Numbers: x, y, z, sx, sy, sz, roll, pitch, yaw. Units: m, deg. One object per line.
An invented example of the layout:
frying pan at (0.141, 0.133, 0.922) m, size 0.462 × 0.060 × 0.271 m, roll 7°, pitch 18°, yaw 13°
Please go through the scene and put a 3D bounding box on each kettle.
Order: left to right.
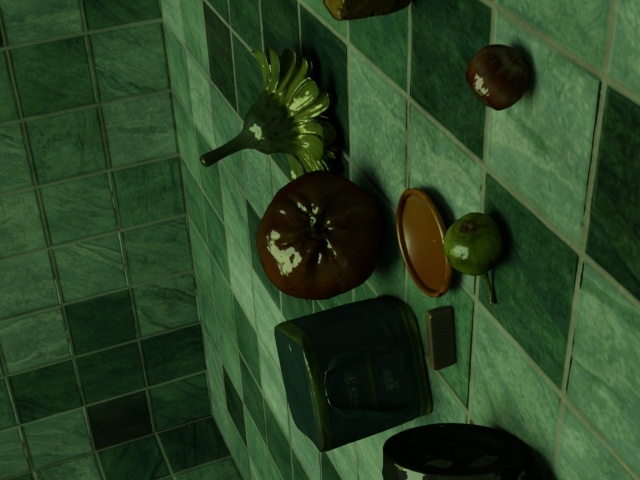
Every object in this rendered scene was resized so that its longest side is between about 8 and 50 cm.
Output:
kettle at (0.249, 0.484, 1.639) m, size 0.321 × 0.228 × 0.324 m, roll 5°, pitch 102°, yaw 29°

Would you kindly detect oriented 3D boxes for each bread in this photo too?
bread at (0.065, -0.431, 1.594) m, size 0.143 × 0.149 × 0.158 m, roll 50°, pitch 150°, yaw 46°

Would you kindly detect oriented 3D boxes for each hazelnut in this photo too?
hazelnut at (0.234, -0.217, 1.373) m, size 0.086 × 0.086 × 0.086 m, roll 165°, pitch 90°, yaw -73°

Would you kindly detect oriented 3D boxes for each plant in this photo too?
plant at (-0.089, -0.227, 2.174) m, size 0.306 × 0.297 × 0.261 m, roll 56°, pitch -170°, yaw 10°

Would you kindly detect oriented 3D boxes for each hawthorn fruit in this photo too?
hawthorn fruit at (0.003, -0.004, 1.991) m, size 0.262 × 0.258 × 0.258 m, roll 32°, pitch -149°, yaw -59°

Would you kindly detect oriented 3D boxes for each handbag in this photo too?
handbag at (0.061, 0.252, 2.001) m, size 0.222 × 0.241 × 0.263 m, roll -166°, pitch 61°, yaw -70°

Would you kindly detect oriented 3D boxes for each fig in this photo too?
fig at (0.225, 0.034, 1.571) m, size 0.166 × 0.093 × 0.093 m, roll 92°, pitch 156°, yaw -45°

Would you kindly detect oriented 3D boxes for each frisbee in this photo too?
frisbee at (0.182, 0.002, 1.761) m, size 0.192 × 0.035 × 0.192 m, roll 165°, pitch 90°, yaw -72°

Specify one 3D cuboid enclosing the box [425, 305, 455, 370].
box at (0.207, 0.168, 1.800) m, size 0.025 × 0.048 × 0.115 m, roll 38°, pitch 140°, yaw 56°
